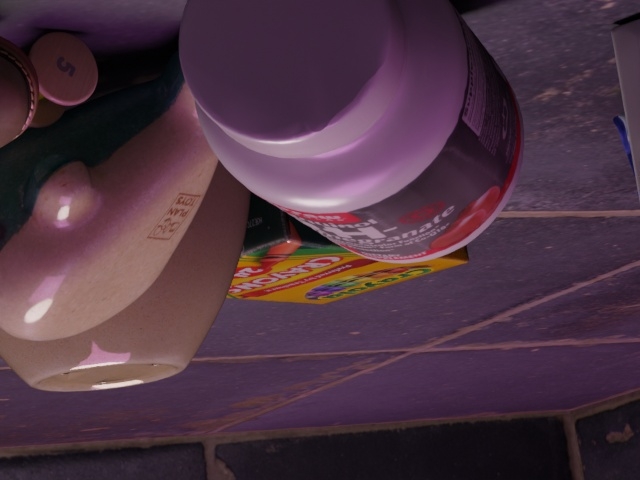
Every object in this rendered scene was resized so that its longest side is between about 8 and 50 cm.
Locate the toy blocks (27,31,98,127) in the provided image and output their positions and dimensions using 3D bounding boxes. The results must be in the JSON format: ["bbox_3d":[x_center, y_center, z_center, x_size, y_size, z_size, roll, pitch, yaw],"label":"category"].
[{"bbox_3d":[-0.243,-0.101,1.394,0.123,0.054,0.148,1,166,-36],"label":"toy blocks"}]

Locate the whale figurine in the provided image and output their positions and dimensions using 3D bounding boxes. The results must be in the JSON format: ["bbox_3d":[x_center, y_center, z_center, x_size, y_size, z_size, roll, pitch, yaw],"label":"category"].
[{"bbox_3d":[-0.161,-0.054,1.457,0.272,0.141,0.216,-49,163,14],"label":"whale figurine"}]

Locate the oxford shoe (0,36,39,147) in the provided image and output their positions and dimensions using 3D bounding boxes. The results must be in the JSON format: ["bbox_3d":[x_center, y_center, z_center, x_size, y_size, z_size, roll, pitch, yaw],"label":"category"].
[{"bbox_3d":[-0.346,-0.064,1.231,0.348,0.123,0.130,-6,-150,-11],"label":"oxford shoe"}]

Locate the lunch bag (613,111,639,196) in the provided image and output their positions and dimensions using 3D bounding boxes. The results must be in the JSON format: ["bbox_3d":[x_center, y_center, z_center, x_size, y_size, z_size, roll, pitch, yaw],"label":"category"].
[{"bbox_3d":[0.347,-0.094,1.711,0.129,0.096,0.151,-19,178,35],"label":"lunch bag"}]

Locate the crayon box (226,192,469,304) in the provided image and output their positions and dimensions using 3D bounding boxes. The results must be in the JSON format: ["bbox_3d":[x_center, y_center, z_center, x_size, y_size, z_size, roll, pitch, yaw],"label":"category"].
[{"bbox_3d":[0.000,0.000,1.942,0.202,0.081,0.318,-18,164,40],"label":"crayon box"}]

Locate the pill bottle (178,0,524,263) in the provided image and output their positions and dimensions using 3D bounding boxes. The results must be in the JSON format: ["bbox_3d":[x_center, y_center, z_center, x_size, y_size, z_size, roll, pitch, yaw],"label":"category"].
[{"bbox_3d":[0.021,-0.094,1.298,0.176,0.176,0.318,-11,167,14],"label":"pill bottle"}]

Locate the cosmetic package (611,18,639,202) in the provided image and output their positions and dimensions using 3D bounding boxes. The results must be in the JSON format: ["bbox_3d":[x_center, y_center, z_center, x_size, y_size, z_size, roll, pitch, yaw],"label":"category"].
[{"bbox_3d":[0.355,-0.076,1.460,0.225,0.224,0.138,-18,164,40],"label":"cosmetic package"}]

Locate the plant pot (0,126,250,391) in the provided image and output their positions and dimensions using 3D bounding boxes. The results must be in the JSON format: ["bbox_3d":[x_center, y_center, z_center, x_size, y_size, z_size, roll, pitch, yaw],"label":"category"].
[{"bbox_3d":[-0.190,0.023,1.675,0.284,0.191,0.284,-6,168,-1],"label":"plant pot"}]
